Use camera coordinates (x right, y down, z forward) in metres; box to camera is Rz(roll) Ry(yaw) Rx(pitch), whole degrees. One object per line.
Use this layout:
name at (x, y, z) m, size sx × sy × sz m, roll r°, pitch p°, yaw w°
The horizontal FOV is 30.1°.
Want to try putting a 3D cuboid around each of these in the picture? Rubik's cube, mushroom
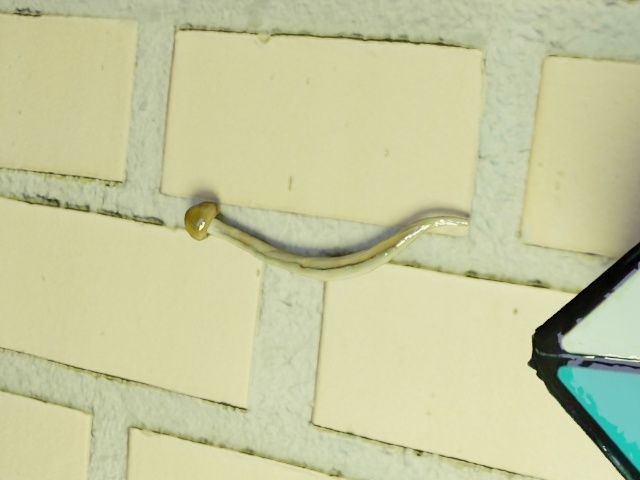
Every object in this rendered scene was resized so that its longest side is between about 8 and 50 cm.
Rubik's cube at (0.341, 0.085, 0.872) m, size 0.248 × 0.246 × 0.250 m, roll -47°, pitch 72°, yaw 22°
mushroom at (-0.002, 0.001, 1.171) m, size 0.306 × 0.043 × 0.068 m, roll 6°, pitch 119°, yaw 26°
